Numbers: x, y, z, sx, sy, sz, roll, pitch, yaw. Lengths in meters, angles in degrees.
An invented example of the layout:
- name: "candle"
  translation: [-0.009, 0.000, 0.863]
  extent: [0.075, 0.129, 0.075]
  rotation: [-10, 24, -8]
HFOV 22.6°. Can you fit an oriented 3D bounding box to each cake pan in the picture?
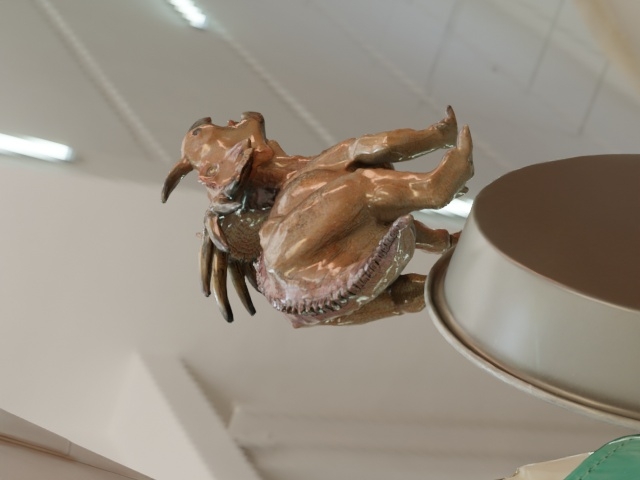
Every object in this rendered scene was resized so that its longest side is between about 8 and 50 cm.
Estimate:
- name: "cake pan"
  translation: [0.203, 0.018, 0.855]
  extent: [0.293, 0.054, 0.293]
  rotation: [3, -158, -1]

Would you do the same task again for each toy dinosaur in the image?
- name: "toy dinosaur"
  translation: [0.000, 0.000, 1.002]
  extent: [0.200, 0.127, 0.295]
  rotation: [-12, -163, 0]

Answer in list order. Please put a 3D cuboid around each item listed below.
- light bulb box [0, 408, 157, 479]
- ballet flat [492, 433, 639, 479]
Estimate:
- name: "light bulb box"
  translation: [-0.204, 0.229, 0.552]
  extent: [0.225, 0.361, 0.358]
  rotation: [26, 174, -6]
- name: "ballet flat"
  translation: [0.033, 0.094, 0.346]
  extent: [0.247, 0.083, 0.087]
  rotation: [-28, -144, -36]
